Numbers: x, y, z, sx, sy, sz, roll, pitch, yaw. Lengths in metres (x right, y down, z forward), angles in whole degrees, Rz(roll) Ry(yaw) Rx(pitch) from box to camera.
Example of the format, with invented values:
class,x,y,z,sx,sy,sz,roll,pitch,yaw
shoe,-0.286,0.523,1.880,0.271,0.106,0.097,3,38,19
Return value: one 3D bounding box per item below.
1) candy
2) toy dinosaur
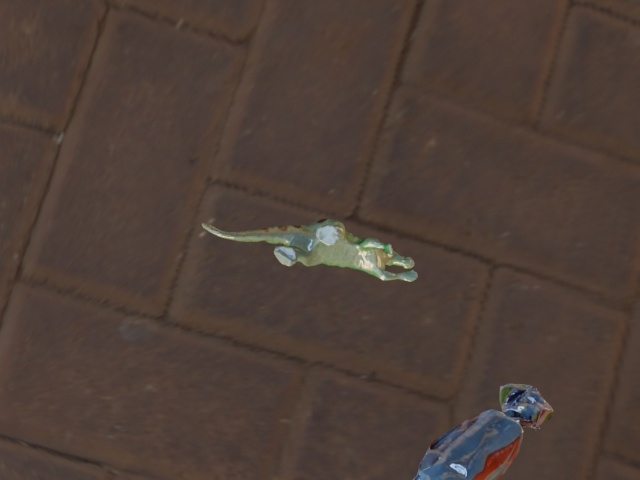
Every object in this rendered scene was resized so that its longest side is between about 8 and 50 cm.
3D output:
class,x,y,z,sx,sy,sz,roll,pitch,yaw
candy,0.061,0.088,0.684,0.083,0.020,0.030,-37,53,-20
toy dinosaur,0.000,0.000,0.668,0.083,0.062,0.021,17,96,16
